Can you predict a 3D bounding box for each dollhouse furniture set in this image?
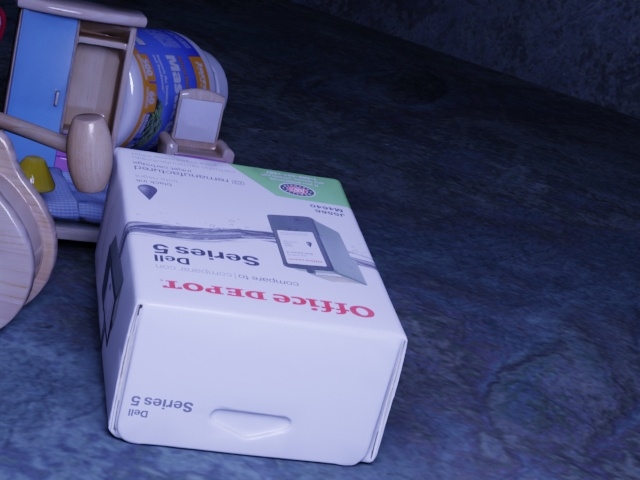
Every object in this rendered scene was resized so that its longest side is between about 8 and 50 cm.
[{"bbox_3d":[-0.189,-0.107,1.433,0.286,0.198,0.303,7,18,-20],"label":"dollhouse furniture set"}]

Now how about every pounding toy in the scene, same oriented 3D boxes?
[{"bbox_3d":[-0.292,-0.017,1.176,0.269,0.154,0.155,-5,14,8],"label":"pounding toy"}]

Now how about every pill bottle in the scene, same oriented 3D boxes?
[{"bbox_3d":[-0.218,-0.180,1.728,0.152,0.152,0.272,19,13,21],"label":"pill bottle"}]

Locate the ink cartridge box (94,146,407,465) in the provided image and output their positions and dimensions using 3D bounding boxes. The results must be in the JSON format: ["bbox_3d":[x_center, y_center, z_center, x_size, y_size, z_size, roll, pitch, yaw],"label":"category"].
[{"bbox_3d":[-0.064,0.042,1.111,0.198,0.115,0.273,8,25,-15],"label":"ink cartridge box"}]

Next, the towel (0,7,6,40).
[{"bbox_3d":[-0.369,-0.119,1.359,0.031,0.199,0.275,31,13,-11],"label":"towel"}]

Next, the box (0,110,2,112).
[{"bbox_3d":[-0.399,-0.133,1.666,0.137,0.027,0.094,24,21,35],"label":"box"}]
